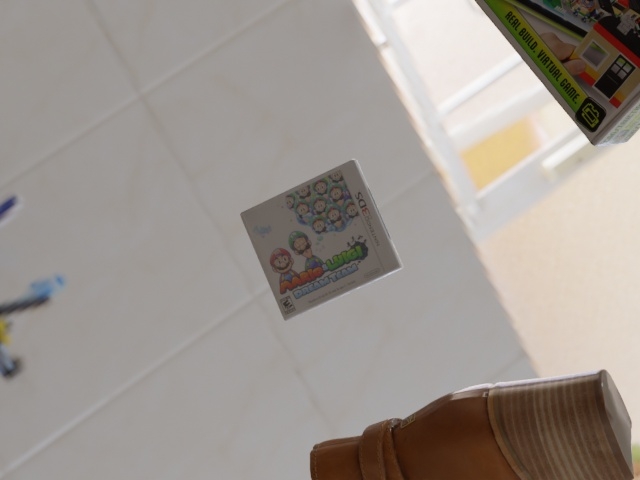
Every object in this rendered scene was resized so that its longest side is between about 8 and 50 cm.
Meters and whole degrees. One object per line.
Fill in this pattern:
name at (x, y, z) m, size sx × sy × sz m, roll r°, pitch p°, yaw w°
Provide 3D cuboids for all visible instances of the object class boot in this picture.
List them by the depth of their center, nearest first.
boot at (0.133, 0.226, 1.089) m, size 0.283 × 0.220 × 0.109 m, roll 62°, pitch 23°, yaw -26°

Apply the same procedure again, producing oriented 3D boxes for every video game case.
video game case at (0.000, 0.000, 1.861) m, size 0.143 × 0.157 × 0.019 m, roll 67°, pitch 13°, yaw 9°

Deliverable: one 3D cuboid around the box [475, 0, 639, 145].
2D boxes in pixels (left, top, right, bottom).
box at (0.122, -0.162, 0.804) m, size 0.207 × 0.036 × 0.114 m, roll 54°, pitch -54°, yaw 21°
